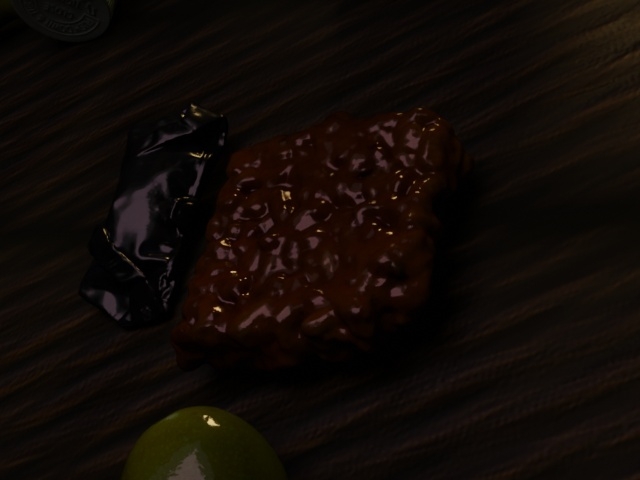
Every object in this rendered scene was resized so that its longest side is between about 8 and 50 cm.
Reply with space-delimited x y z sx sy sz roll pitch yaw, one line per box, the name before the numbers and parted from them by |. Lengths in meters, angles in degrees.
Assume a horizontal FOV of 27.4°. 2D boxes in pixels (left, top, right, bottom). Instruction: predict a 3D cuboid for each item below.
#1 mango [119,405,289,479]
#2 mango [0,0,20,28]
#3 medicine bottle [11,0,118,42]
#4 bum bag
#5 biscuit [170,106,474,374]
mango | -0.103 0.292 1.223 0.175 0.143 0.293 -21 55 8
mango | -0.566 -0.361 2.097 0.233 0.111 0.125 -7 82 16
medicine bottle | -0.355 -0.470 2.016 0.158 0.158 0.318 -8 49 27
bum bag | -0.206 -0.038 1.611 0.137 0.074 0.310 5 62 22
biscuit | 0.000 0.000 1.422 0.318 0.110 0.312 -7 49 28
